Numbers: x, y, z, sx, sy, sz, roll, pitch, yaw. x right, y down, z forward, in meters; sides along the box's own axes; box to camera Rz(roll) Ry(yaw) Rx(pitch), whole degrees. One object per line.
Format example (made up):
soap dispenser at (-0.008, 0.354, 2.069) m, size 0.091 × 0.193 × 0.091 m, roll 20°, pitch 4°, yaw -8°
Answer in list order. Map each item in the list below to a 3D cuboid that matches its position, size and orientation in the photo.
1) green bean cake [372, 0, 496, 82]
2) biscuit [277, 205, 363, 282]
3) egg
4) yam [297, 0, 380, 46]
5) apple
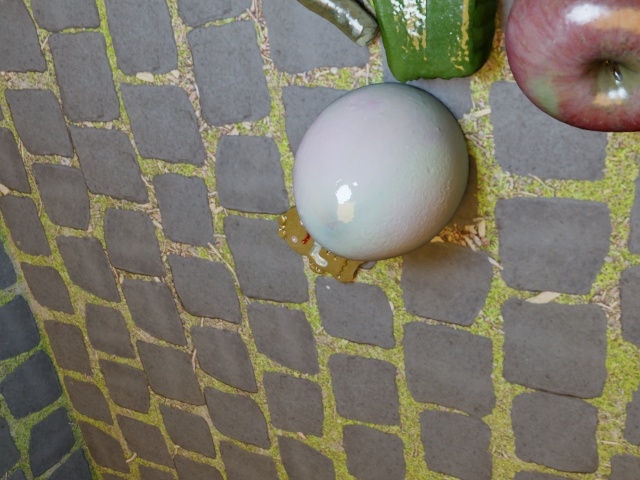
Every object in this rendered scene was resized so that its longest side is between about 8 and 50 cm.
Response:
green bean cake at (0.211, -0.422, 1.299) m, size 0.222 × 0.125 × 0.248 m, roll 9°, pitch 119°, yaw 30°
biscuit at (-0.002, 0.001, 1.740) m, size 0.249 × 0.035 × 0.184 m, roll 38°, pitch 130°, yaw 9°
egg at (0.095, -0.114, 1.413) m, size 0.354 × 0.340 × 0.355 m, roll 15°, pitch 124°, yaw 23°
yam at (-0.012, -0.509, 1.425) m, size 0.317 × 0.067 × 0.071 m, roll 40°, pitch 144°, yaw 8°
apple at (0.471, -0.334, 1.098) m, size 0.344 × 0.269 × 0.345 m, roll 19°, pitch 148°, yaw 13°
